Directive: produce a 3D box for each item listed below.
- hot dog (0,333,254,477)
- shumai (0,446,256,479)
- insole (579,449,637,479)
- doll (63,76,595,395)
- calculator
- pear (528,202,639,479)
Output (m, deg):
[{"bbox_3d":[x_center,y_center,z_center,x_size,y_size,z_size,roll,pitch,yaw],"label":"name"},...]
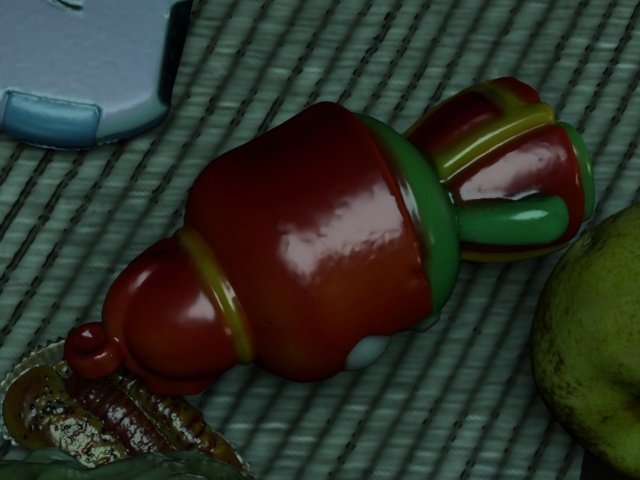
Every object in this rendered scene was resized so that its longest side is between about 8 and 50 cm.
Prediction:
[{"bbox_3d":[-0.125,0.138,1.166,0.192,0.053,0.099,38,78,7],"label":"hot dog"},{"bbox_3d":[-0.142,0.210,1.081,0.218,0.255,0.189,29,35,22],"label":"shumai"},{"bbox_3d":[0.237,0.277,1.191,0.111,0.007,0.327,-3,74,-6],"label":"insole"},{"bbox_3d":[0.001,0.001,1.156,0.363,0.160,0.182,-27,34,-12],"label":"doll"},{"bbox_3d":[-0.169,-0.204,1.261,0.173,0.051,0.293,8,73,-3],"label":"calculator"},{"bbox_3d":[0.241,0.059,1.161,0.197,0.197,0.197,2,74,-6],"label":"pear"}]
